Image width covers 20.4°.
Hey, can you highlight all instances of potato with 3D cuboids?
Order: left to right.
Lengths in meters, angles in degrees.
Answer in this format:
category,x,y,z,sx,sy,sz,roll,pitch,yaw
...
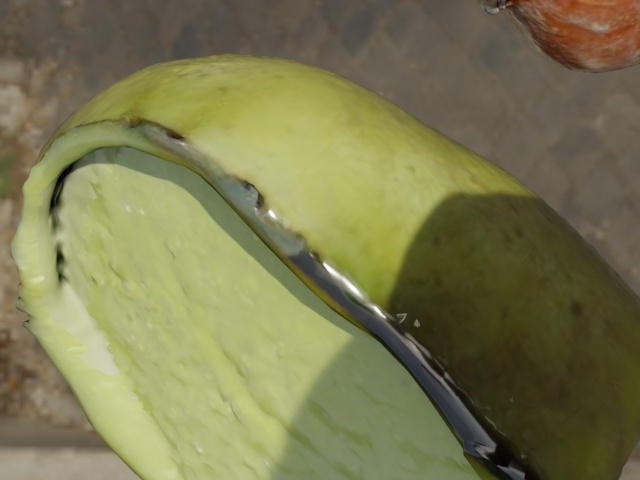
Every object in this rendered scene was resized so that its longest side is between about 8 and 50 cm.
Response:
category,x,y,z,sx,sy,sz,roll,pitch,yaw
potato,0.000,0.000,0.964,0.330,0.213,0.280,-16,116,51

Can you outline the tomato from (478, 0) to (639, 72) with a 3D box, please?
category,x,y,z,sx,sy,sz,roll,pitch,yaw
tomato,0.120,-0.169,0.850,0.181,0.155,0.214,-33,58,3
